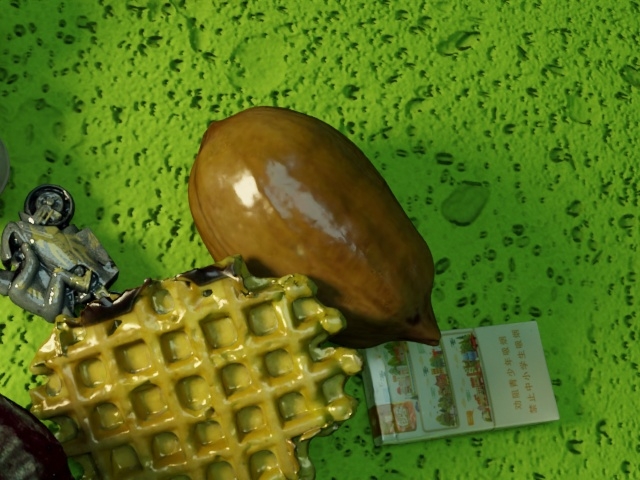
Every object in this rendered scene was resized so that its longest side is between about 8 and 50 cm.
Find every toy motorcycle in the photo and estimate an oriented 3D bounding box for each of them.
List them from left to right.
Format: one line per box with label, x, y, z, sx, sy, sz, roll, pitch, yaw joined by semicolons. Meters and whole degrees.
toy motorcycle;-0.282;0.037;1.254;0.124;0.061;0.193;-28;79;-23

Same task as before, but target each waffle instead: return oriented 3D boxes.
waffle;-0.122;0.147;1.189;0.307;0.060;0.312;39;95;-6

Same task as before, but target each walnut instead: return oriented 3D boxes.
walnut;0.000;0.000;1.274;0.336;0.209;0.209;43;65;5

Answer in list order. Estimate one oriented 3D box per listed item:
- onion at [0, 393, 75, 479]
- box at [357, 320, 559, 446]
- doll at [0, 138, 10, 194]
onion;-0.373;0.241;1.030;0.336;0.282;0.260;-3;74;-17
box;0.158;0.161;1.354;0.220;0.032;0.122;-4;72;-19
doll;-0.396;-0.157;1.252;0.150;0.151;0.287;-10;78;-19
